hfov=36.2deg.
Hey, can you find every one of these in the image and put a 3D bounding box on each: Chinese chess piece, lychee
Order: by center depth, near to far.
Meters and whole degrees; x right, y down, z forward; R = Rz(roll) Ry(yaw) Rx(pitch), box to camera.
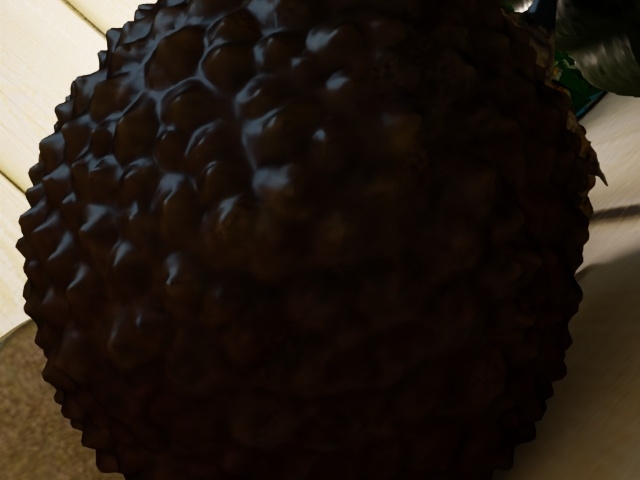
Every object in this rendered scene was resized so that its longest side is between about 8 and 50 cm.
[{"bbox_3d":[0.000,0.000,0.436,0.267,0.267,0.267,-49,1,1],"label":"lychee"},{"bbox_3d":[-0.173,0.181,0.802,0.270,0.270,0.112,-50,1,-31],"label":"Chinese chess piece"}]

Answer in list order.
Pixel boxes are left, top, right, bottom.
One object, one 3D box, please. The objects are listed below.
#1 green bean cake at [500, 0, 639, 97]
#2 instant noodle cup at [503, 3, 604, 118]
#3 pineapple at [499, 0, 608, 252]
[{"bbox_3d":[0.219,-0.293,0.609,0.335,0.319,0.218,-53,4,4],"label":"green bean cake"},{"bbox_3d":[0.239,-0.231,1.056,0.240,0.178,0.240,-49,1,1],"label":"instant noodle cup"},{"bbox_3d":[0.098,-0.079,0.603,0.158,0.335,0.161,0,23,26],"label":"pineapple"}]
